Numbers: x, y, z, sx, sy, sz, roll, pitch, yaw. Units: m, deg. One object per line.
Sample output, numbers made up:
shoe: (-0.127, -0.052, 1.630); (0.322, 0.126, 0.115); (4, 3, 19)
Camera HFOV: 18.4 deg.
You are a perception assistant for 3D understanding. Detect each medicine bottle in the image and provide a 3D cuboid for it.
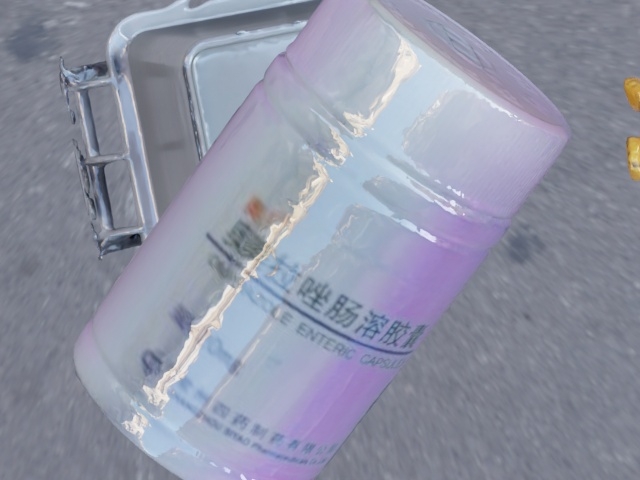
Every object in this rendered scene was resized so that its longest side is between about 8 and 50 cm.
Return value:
medicine bottle: (0.000, 0.000, 1.040); (0.152, 0.152, 0.254); (35, 105, -7)

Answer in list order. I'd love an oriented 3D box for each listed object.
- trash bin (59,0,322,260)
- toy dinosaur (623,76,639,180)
trash bin: (-0.053, -0.086, 1.637); (0.296, 0.367, 0.256); (-10, 96, -8)
toy dinosaur: (0.219, -0.028, 0.989); (0.117, 0.288, 0.070); (-9, 58, 16)
